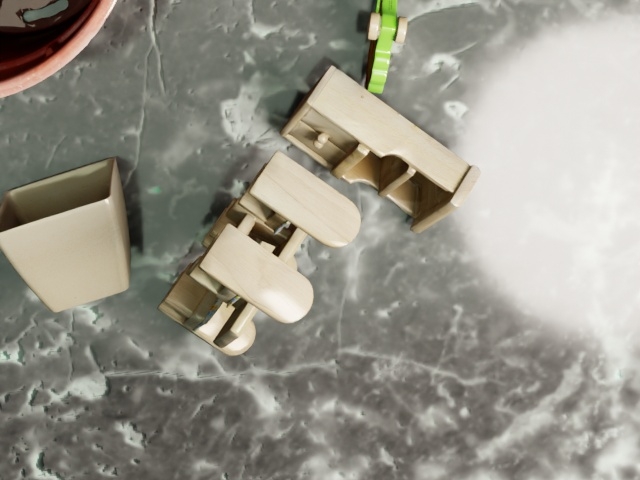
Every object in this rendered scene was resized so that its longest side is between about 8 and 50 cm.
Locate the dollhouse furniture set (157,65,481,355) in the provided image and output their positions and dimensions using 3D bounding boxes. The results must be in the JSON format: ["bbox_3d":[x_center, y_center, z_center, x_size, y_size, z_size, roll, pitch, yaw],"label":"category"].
[{"bbox_3d":[0.000,0.000,1.187,0.161,0.212,0.242,35,71,-6],"label":"dollhouse furniture set"}]

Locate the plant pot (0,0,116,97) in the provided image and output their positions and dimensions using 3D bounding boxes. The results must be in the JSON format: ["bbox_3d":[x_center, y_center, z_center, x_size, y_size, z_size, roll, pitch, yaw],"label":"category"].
[{"bbox_3d":[-0.270,-0.257,1.098,0.272,0.265,0.272,0,101,-1],"label":"plant pot"}]

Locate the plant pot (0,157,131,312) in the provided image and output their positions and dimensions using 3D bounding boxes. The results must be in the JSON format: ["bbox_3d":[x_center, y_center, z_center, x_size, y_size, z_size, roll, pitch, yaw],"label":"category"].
[{"bbox_3d":[-0.222,0.000,1.235,0.109,0.109,0.096,-17,114,1],"label":"plant pot"}]

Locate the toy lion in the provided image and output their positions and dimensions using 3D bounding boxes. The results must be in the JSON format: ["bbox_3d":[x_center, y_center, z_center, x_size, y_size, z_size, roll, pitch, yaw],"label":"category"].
[{"bbox_3d":[0.055,-0.185,1.219,0.034,0.096,0.100,8,60,-3],"label":"toy lion"}]
